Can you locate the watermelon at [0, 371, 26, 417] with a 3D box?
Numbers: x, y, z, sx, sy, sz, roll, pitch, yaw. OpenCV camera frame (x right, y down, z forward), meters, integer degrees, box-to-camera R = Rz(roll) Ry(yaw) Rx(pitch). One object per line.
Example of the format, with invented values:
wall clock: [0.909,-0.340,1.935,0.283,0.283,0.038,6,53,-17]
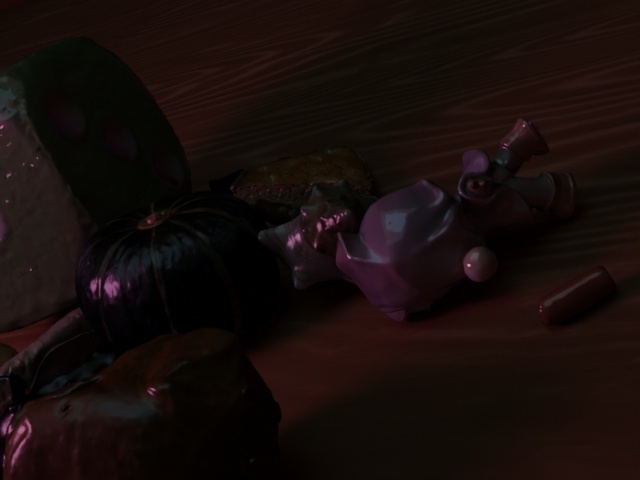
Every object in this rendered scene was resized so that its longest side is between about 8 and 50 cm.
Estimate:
watermelon: [-0.433,0.237,1.585,0.202,0.136,0.207,-3,-39,-41]

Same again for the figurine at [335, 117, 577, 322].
figurine: [0.148,-0.022,1.466,0.276,0.133,0.200,-34,22,-7]

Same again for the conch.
conch: [0.000,0.008,1.575,0.137,0.114,0.234,-1,-26,-30]

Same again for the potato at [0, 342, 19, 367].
potato: [-0.473,0.195,1.791,0.178,0.118,0.109,-17,61,-1]

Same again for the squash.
squash: [-0.176,0.041,1.644,0.252,0.165,0.252,-15,23,7]

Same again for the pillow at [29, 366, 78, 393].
pillow: [-0.278,0.244,1.501,0.161,0.093,0.335,-21,27,11]

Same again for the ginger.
ginger: [-0.162,0.211,1.295,0.269,0.200,0.223,-33,22,-29]

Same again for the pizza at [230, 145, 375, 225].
pizza: [-0.015,-0.068,1.813,0.188,0.081,0.204,-2,21,7]

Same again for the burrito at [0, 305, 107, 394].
burrito: [-0.333,0.139,1.771,0.060,0.087,0.226,6,40,42]

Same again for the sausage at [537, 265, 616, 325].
sausage: [0.254,0.056,1.324,0.083,0.034,0.034,-31,25,2]

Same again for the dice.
dice: [-0.392,-0.081,1.887,0.318,0.322,0.330,-26,9,28]

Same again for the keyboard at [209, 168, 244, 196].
keyboard: [-0.124,-0.063,1.982,0.060,0.018,0.195,-25,25,-3]
